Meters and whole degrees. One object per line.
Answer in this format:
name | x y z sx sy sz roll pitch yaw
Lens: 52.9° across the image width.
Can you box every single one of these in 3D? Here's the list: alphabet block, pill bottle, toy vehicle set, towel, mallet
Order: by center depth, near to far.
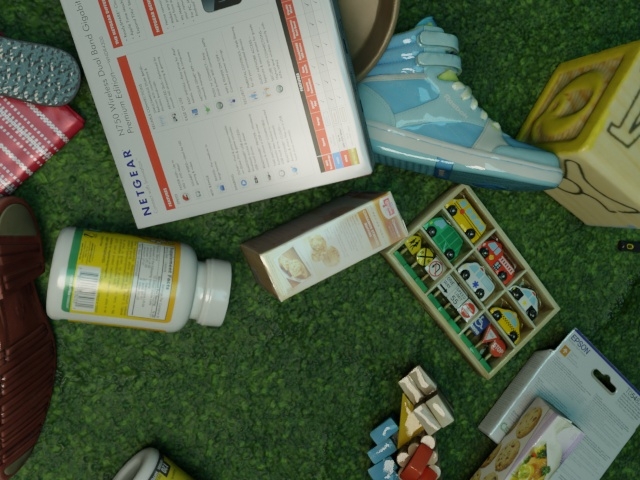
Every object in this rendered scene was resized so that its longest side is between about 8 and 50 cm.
towel | -0.450 -0.124 0.770 0.275 0.031 0.199 -45 104 -9
pill bottle | -0.223 0.053 0.806 0.208 0.117 0.117 9 91 -17
pill bottle | -0.189 0.366 0.846 0.184 0.103 0.103 45 81 -15
alphabet block | 0.434 -0.147 0.954 0.197 0.192 0.193 34 82 -17
toy vehicle set | 0.232 0.062 0.986 0.166 0.035 0.267 -43 104 -10
mallet | 0.593 0.026 1.096 0.190 0.039 0.062 -3 91 -13

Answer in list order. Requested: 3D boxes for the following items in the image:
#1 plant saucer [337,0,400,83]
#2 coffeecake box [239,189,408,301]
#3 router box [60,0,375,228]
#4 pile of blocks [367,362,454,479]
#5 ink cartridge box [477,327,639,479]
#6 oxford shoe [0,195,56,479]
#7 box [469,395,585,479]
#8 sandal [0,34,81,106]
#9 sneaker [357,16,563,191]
plant saucer | -0.039 -0.309 0.815 0.278 0.041 0.277 1 120 2
coffeecake box | 0.000 0.000 0.856 0.186 0.142 0.068 -27 102 -13
router box | -0.119 -0.210 0.760 0.301 0.082 0.335 -12 104 10
pile of blocks | 0.115 0.360 0.907 0.149 0.112 0.362 0 86 11
ink cartridge box | 0.401 0.287 1.047 0.223 0.045 0.224 43 83 -14
oxford shoe | -0.407 0.116 0.771 0.130 0.123 0.348 3 99 7
box | 0.265 0.385 0.971 0.063 0.067 0.324 35 96 -14
sandal | -0.410 -0.215 0.738 0.255 0.054 0.097 19 96 -27
sneaker | 0.190 -0.190 0.879 0.319 0.127 0.208 14 88 0
